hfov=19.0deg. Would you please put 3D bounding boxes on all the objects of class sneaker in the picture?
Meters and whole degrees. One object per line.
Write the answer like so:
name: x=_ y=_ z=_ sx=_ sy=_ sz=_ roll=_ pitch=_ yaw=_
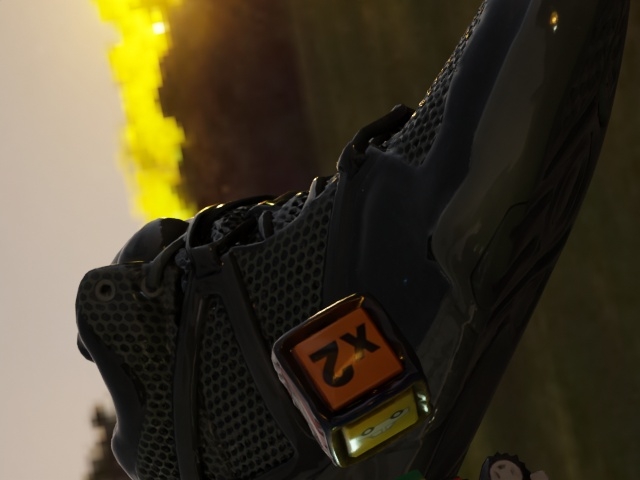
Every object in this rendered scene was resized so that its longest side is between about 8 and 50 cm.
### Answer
sneaker: x=0.000 y=0.000 z=0.556 sx=0.087 sy=0.130 sz=0.227 roll=-37 pitch=-25 yaw=-57

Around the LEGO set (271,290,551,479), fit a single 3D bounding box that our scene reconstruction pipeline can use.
LEGO set: x=-0.039 y=0.109 z=0.405 sx=0.182 sy=0.244 sz=0.060 roll=14 pitch=-143 yaw=-56
